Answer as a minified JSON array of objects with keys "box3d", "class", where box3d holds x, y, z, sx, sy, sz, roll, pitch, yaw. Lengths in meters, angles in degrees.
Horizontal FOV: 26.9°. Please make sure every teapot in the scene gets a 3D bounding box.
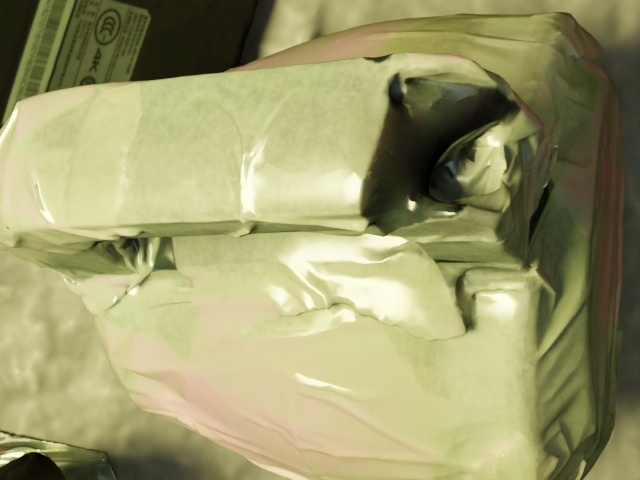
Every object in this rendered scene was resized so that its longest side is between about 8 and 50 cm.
[{"box3d":[0.002,0.014,0.432,0.178,0.221,0.163,0,103,18],"class":"teapot"}]

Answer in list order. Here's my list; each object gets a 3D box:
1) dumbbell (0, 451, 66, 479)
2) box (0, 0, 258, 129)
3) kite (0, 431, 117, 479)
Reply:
[{"box3d":[-0.210,0.082,0.472,0.192,0.192,0.290,-34,92,10],"class":"dumbbell"},{"box3d":[-0.082,-0.066,0.481,0.027,0.125,0.126,32,107,44],"class":"box"},{"box3d":[-0.152,0.190,0.583,0.127,0.016,0.229,3,98,8],"class":"kite"}]
